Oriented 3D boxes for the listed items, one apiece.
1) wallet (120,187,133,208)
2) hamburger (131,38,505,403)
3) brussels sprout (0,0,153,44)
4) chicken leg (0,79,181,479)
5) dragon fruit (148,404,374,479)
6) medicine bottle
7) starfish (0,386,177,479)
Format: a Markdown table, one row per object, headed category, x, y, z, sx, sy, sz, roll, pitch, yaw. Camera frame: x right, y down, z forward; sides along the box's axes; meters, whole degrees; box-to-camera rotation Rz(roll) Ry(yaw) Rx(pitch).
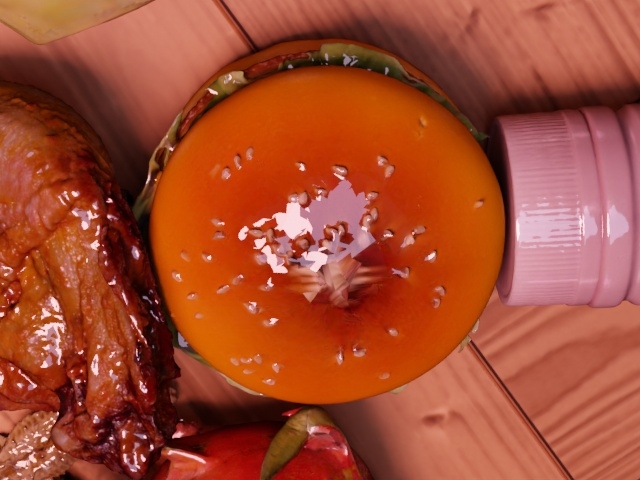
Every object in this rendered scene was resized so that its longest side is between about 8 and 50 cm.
| category | x | y | z | sx | sy | sz | roll | pitch | yaw |
| --- | --- | --- | --- | --- | --- | --- | --- | --- | --- |
| wallet | -0.227 | 0.008 | 1.138 | 0.198 | 0.031 | 0.110 | 6 | 112 | -6 |
| hamburger | 0.002 | 0.000 | 1.077 | 0.246 | 0.170 | 0.246 | -2 | 110 | -5 |
| brussels sprout | -0.163 | -0.227 | 0.987 | 0.223 | 0.161 | 0.223 | -7 | 106 | -25 |
| chicken leg | -0.186 | 0.002 | 1.054 | 0.177 | 0.083 | 0.322 | -23 | 90 | 28 |
| dragon fruit | -0.071 | 0.212 | 1.146 | 0.269 | 0.198 | 0.200 | -12 | 142 | -17 |
| medicine bottle | 0.237 | -0.024 | 1.104 | 0.250 | 0.133 | 0.133 | -4 | 112 | -3 |
| starfish | -0.201 | 0.188 | 1.203 | 0.247 | 0.050 | 0.138 | -19 | 112 | 5 |
